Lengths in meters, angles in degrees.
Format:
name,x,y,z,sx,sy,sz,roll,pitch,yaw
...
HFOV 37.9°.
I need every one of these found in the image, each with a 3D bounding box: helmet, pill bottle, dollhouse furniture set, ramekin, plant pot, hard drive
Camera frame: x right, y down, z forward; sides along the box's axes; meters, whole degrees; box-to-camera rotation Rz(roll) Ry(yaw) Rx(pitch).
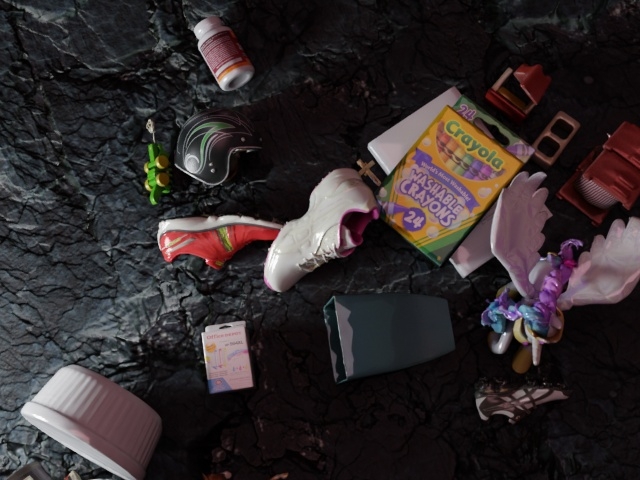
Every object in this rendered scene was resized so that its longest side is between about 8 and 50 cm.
name,x,y,z,sx,sy,sz,roll,pitch,yaw
helmet,-0.214,-0.201,1.962,0.169,0.169,0.161,28,96,6
pill bottle,-0.214,-0.412,2.043,0.086,0.086,0.152,-29,80,-6
dollhouse furniture set,0.503,-0.211,1.944,0.374,0.201,0.152,38,81,7
ramekin,-0.430,0.349,1.804,0.273,0.273,0.127,28,67,6
plant pot,0.142,0.189,1.884,0.234,0.165,0.165,-7,78,-8
hard drive,0.297,-0.128,2.005,0.233,0.047,0.353,-34,81,-6

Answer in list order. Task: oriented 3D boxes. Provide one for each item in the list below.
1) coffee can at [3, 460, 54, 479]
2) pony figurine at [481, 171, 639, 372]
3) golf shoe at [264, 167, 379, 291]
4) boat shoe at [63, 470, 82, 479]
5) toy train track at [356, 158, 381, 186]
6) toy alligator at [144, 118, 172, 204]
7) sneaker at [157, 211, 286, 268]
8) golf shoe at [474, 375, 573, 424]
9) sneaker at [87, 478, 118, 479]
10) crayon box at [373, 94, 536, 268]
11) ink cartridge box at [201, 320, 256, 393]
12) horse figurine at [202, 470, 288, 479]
name,x,y,z,sx,sy,sz,roll,pitch,yaw
coffee can,-0.525,0.591,1.777,0.275,0.201,0.201,44,82,8
pony figurine,0.437,0.087,1.799,0.303,0.363,0.350,21,79,5
golf shoe,0.000,0.000,1.897,0.306,0.115,0.140,-54,54,16
boat shoe,-0.464,0.521,1.872,0.137,0.049,0.043,38,79,12
toy train track,0.109,-0.142,2.026,0.048,0.014,0.083,-40,87,-15
toy alligator,-0.345,-0.168,2.014,0.051,0.056,0.189,7,73,-42
sneaker,-0.201,0.001,1.967,0.279,0.107,0.118,-3,96,3
golf shoe,0.415,0.328,1.905,0.198,0.077,0.093,0,93,4
sneaker,-0.347,0.519,1.810,0.297,0.129,0.111,32,74,-28
crayon box,0.271,-0.130,1.929,0.203,0.083,0.323,39,90,10
ink cartridge box,-0.188,0.238,1.907,0.092,0.090,0.143,-9,79,-2
horse figurine,-0.132,0.577,1.850,0.175,0.066,0.263,-10,76,-8
